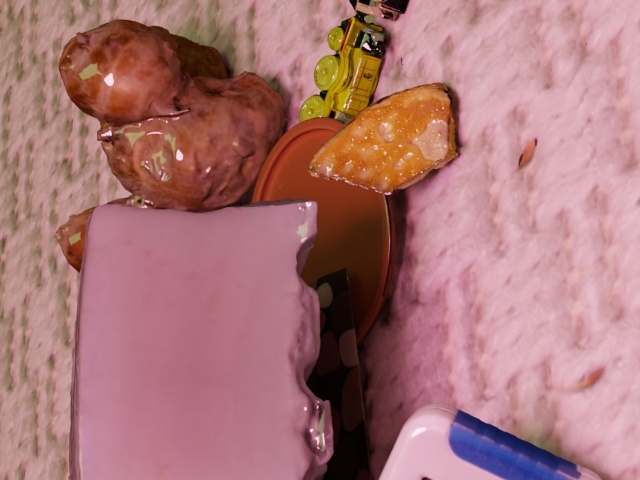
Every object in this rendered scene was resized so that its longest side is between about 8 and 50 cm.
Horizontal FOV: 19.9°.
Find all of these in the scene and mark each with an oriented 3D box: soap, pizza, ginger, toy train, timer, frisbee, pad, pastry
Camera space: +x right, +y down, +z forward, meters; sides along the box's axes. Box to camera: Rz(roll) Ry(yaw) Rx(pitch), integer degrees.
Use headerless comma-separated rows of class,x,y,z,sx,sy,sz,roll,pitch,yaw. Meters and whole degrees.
soap,-0.126,0.182,1.699,0.435,0.212,0.350,111,156,-66
pizza,0.069,-0.089,1.741,0.160,0.036,0.099,-34,64,-3
ginger,-0.171,-0.052,2.008,0.176,0.256,0.375,-150,63,-63
toy train,0.045,-0.219,1.878,0.085,0.053,0.250,24,99,51
timer,0.108,0.269,1.462,0.253,0.178,0.078,-66,-7,14
frisbee,0.000,0.000,1.844,0.251,0.021,0.251,1,91,56
pad,-0.005,0.157,1.815,0.158,0.003,0.235,-27,64,51
pastry,-0.186,-0.157,2.174,0.188,0.103,0.189,-28,56,51
